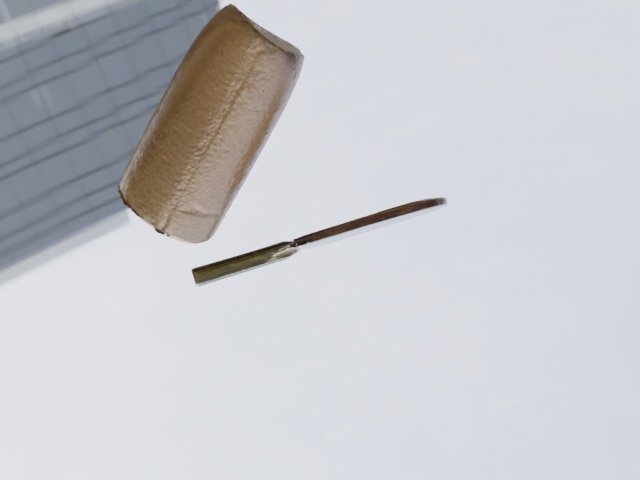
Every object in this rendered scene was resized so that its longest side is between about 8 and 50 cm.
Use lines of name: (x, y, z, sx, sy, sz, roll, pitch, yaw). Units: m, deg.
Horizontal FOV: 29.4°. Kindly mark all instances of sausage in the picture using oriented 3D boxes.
sausage: (-0.111, -0.129, 1.297, 0.123, 0.253, 0.123, 27, -155, -14)

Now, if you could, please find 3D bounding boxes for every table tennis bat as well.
table tennis bat: (0.000, 0.000, 1.385, 0.301, 0.022, 0.173, -17, 178, 7)
